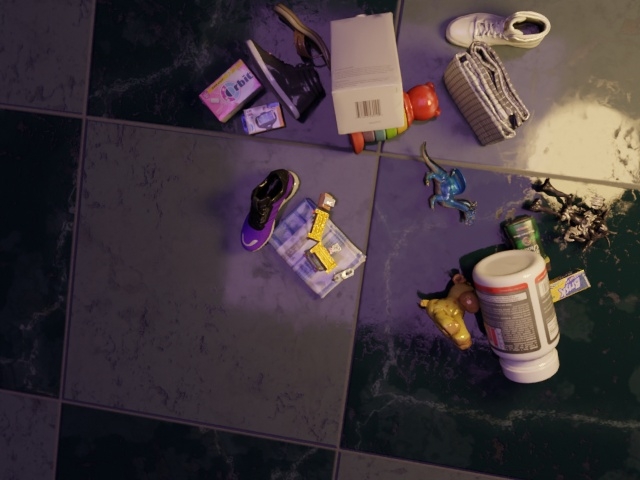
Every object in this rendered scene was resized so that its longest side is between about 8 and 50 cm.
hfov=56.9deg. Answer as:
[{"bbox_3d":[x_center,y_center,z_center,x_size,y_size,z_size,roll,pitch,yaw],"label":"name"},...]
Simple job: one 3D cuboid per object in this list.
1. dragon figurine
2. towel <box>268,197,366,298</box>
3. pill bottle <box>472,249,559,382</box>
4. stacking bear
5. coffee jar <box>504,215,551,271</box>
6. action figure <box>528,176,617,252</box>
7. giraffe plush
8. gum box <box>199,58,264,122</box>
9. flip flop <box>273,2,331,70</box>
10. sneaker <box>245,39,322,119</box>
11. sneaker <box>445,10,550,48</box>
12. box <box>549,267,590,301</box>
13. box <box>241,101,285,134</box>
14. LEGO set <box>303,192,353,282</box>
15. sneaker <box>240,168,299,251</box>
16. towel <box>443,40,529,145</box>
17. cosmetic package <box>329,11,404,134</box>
[{"bbox_3d":[0.403,-0.180,1.844,0.143,0.085,0.289,-13,94,7],"label":"dragon figurine"},{"bbox_3d":[-0.017,0.026,1.937,0.209,0.034,0.285,-44,88,10],"label":"towel"},{"bbox_3d":[0.595,0.229,1.776,0.210,0.210,0.363,-15,108,7],"label":"pill bottle"},{"bbox_3d":[0.220,-0.394,1.815,0.288,0.164,0.176,-17,93,3],"label":"stacking bear"},{"bbox_3d":[0.646,0.022,1.840,0.096,0.079,0.185,-21,93,8],"label":"coffee jar"},{"bbox_3d":[0.778,-0.069,1.788,0.275,0.141,0.164,30,96,6],"label":"action figure"},{"bbox_3d":[0.431,0.211,1.859,0.170,0.181,0.210,-42,55,-2],"label":"giraffe plush"},{"bbox_3d":[-0.288,-0.476,1.903,0.188,0.062,0.107,-39,90,8],"label":"gum box"},{"bbox_3d":[-0.058,-0.623,1.840,0.080,0.112,0.277,-45,85,3],"label":"flip flop"},{"bbox_3d":[-0.108,-0.538,1.868,0.146,0.104,0.296,-36,85,-5],"label":"sneaker"},{"bbox_3d":[0.524,-0.633,1.748,0.292,0.169,0.108,3,98,7],"label":"sneaker"},{"bbox_3d":[0.749,0.149,1.853,0.168,0.054,0.059,-26,92,7],"label":"box"},{"bbox_3d":[-0.189,-0.395,1.919,0.136,0.028,0.081,-13,94,5],"label":"box"},{"bbox_3d":[0.000,0.000,1.883,0.132,0.107,0.287,-15,88,-24],"label":"LEGO set"},{"bbox_3d":[-0.188,-0.103,1.877,0.102,0.146,0.293,31,96,17],"label":"sneaker"},{"bbox_3d":[0.490,-0.428,1.739,0.121,0.235,0.284,-34,91,2],"label":"towel"},{"bbox_3d":[0.131,-0.490,1.709,0.196,0.366,0.155,-5,139,8],"label":"cosmetic package"}]
